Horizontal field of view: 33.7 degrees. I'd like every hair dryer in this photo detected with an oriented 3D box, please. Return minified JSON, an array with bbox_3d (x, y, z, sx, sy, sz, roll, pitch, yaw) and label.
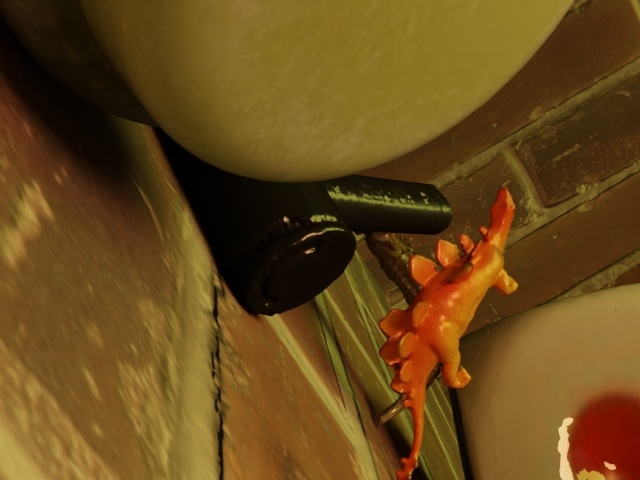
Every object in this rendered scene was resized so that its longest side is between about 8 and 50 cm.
[{"bbox_3d":[0.006,-0.035,0.816,0.251,0.089,0.197,8,40,-44],"label":"hair dryer"}]

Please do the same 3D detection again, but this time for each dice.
[{"bbox_3d":[0.283,0.225,1.085,0.304,0.277,0.304,73,3,-75],"label":"dice"}]

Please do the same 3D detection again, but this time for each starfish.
[{"bbox_3d":[0.011,-0.005,1.114,0.398,0.132,0.384,57,7,31],"label":"starfish"}]

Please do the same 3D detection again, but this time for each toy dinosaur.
[{"bbox_3d":[0.103,0.072,0.931,0.070,0.288,0.117,16,-17,40],"label":"toy dinosaur"}]

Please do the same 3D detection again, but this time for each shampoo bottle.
[{"bbox_3d":[-0.032,-0.214,0.532,0.317,0.322,0.322,55,1,30],"label":"shampoo bottle"}]
